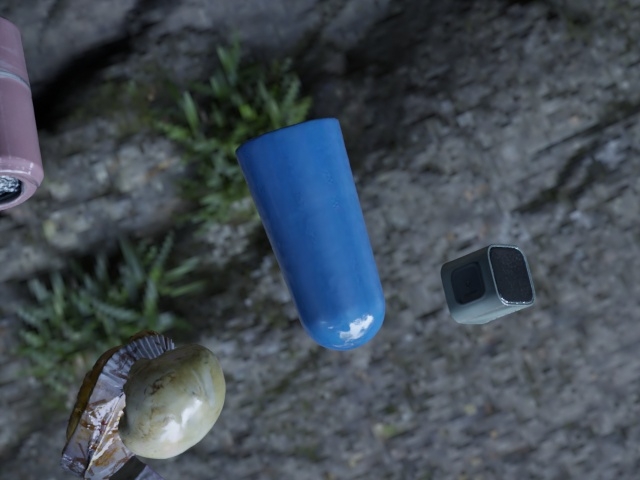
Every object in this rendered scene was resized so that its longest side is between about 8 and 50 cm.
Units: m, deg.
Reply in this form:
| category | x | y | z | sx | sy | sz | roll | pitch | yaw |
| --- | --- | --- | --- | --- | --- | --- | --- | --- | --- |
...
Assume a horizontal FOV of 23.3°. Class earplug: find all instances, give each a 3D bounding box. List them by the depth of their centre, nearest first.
| category | x | y | z | sx | sy | sz | roll | pitch | yaw |
| --- | --- | --- | --- | --- | --- | --- | --- | --- | --- |
| earplug | 0.000 | 0.000 | 1.877 | 0.132 | 0.273 | 0.132 | -18 | 175 | -2 |

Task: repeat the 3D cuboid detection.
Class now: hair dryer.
| category | x | y | z | sx | sy | sz | roll | pitch | yaw |
| --- | --- | --- | --- | --- | --- | --- | --- | --- | --- |
| hair dryer | -0.506 | -0.122 | 1.795 | 0.352 | 0.210 | 0.125 | -12 | 158 | -3 |

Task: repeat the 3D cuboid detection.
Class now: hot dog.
| category | x | y | z | sx | sy | sz | roll | pitch | yaw |
| --- | --- | --- | --- | --- | --- | --- | --- | --- | --- |
| hot dog | -0.269 | 0.225 | 2.046 | 0.131 | 0.069 | 0.253 | -4 | 131 | -44 |

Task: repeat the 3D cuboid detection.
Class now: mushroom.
| category | x | y | z | sx | sy | sz | roll | pitch | yaw |
| --- | --- | --- | --- | --- | --- | --- | --- | --- | --- |
| mushroom | -0.175 | 0.186 | 1.807 | 0.148 | 0.112 | 0.148 | -51 | 156 | -33 |

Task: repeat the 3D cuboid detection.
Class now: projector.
| category | x | y | z | sx | sy | sz | roll | pitch | yaw |
| --- | --- | --- | --- | --- | --- | --- | --- | --- | --- |
| projector | 0.214 | 0.056 | 1.989 | 0.082 | 0.083 | 0.083 | -25 | 162 | 40 |

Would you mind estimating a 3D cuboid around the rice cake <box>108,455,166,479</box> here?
| category | x | y | z | sx | sy | sz | roll | pitch | yaw |
| --- | --- | --- | --- | --- | --- | --- | --- | --- | --- |
| rice cake | -0.118 | 0.286 | 1.524 | 0.047 | 0.206 | 0.036 | -58 | -169 | -30 |
